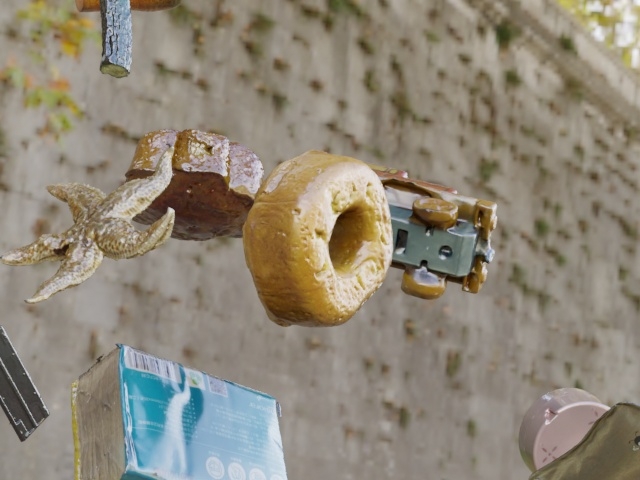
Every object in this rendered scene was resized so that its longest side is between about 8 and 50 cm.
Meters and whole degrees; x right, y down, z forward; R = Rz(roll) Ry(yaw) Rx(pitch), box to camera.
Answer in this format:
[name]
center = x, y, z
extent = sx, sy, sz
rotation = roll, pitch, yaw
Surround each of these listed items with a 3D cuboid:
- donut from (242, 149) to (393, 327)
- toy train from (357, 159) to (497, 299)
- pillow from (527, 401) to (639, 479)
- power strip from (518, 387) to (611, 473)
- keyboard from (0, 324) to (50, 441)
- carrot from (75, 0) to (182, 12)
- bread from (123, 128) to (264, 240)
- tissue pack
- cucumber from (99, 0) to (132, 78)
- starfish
[donut]
center = -0.001, -0.001, 1.610
extent = 0.113, 0.227, 0.226
rotation = 6, -10, 37
[toy train]
center = 0.120, -0.035, 2.186
extent = 0.369, 0.163, 0.231
rotation = 14, 24, 16
[pillow]
center = 0.355, 0.275, 1.585
extent = 0.130, 0.033, 0.217
rotation = 29, -49, -9
[power strip]
center = 0.374, 0.300, 1.918
extent = 0.154, 0.154, 0.078
rotation = 10, 7, -13
[keyboard]
center = -0.465, 0.218, 1.955
extent = 0.011, 0.067, 0.202
rotation = 17, -40, 33
[carrot]
center = -0.344, -0.451, 2.334
extent = 0.193, 0.087, 0.087
rotation = -5, -8, -15
[bread]
center = -0.202, -0.087, 2.123
extent = 0.246, 0.135, 0.232
rotation = 17, -25, -15
[tissue pack]
center = -0.177, 0.266, 1.637
extent = 0.270, 0.192, 0.134
rotation = 25, -47, -37
[cucumber]
center = -0.338, -0.353, 2.138
extent = 0.058, 0.187, 0.058
rotation = -6, -28, -3
[starfish]
center = -0.282, -0.020, 1.594
extent = 0.235, 0.277, 0.062
rotation = 16, -31, 36
